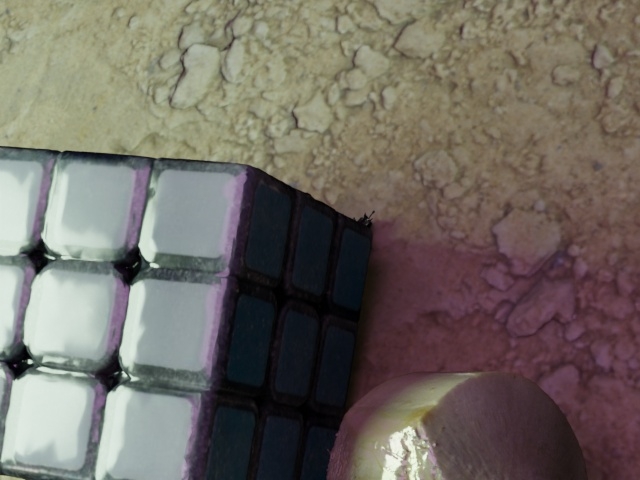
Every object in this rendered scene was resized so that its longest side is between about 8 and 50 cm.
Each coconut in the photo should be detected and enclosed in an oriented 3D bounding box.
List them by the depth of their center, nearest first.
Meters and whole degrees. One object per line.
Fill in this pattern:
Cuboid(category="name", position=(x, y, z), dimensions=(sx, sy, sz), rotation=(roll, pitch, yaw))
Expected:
Cuboid(category="coconut", position=(0.120, 0.221, 1.323), dimensions=(0.241, 0.241, 0.241), rotation=(-10, 63, 19))

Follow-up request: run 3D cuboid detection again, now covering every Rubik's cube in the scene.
Cuboid(category="Rubik's cube", position=(-0.156, 0.091, 1.442), dimensions=(0.303, 0.301, 0.305), rotation=(4, 83, 24))

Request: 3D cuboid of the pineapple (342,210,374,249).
Cuboid(category="pineapple", position=(0.000, 0.000, 1.603), dimensions=(0.124, 0.058, 0.058), rotation=(-10, 62, 4))
